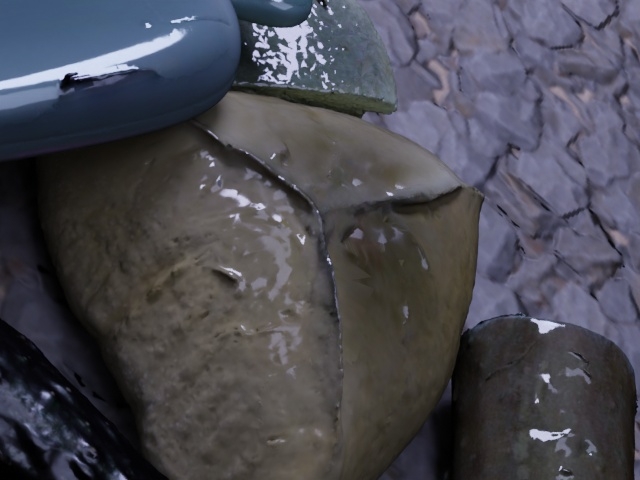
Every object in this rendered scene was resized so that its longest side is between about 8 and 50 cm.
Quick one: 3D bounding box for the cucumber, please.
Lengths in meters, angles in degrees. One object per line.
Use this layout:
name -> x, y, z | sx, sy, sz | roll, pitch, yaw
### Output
cucumber -> -0.082, 0.122, 0.619 | 0.081, 0.072, 0.303 | -36, 88, -40

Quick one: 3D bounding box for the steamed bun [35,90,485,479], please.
steamed bun -> -0.008, 0.024, 0.700 | 0.231, 0.110, 0.212 | 8, 62, -27

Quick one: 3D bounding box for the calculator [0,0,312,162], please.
calculator -> -0.141, -0.101, 0.669 | 0.299, 0.041, 0.185 | -14, 46, -28

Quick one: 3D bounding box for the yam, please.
yam -> 0.097, 0.167, 0.702 | 0.093, 0.093, 0.259 | 21, 56, -23

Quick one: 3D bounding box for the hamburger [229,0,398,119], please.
hamburger -> -0.026, -0.098, 0.790 | 0.121, 0.054, 0.084 | 3, 66, -24
